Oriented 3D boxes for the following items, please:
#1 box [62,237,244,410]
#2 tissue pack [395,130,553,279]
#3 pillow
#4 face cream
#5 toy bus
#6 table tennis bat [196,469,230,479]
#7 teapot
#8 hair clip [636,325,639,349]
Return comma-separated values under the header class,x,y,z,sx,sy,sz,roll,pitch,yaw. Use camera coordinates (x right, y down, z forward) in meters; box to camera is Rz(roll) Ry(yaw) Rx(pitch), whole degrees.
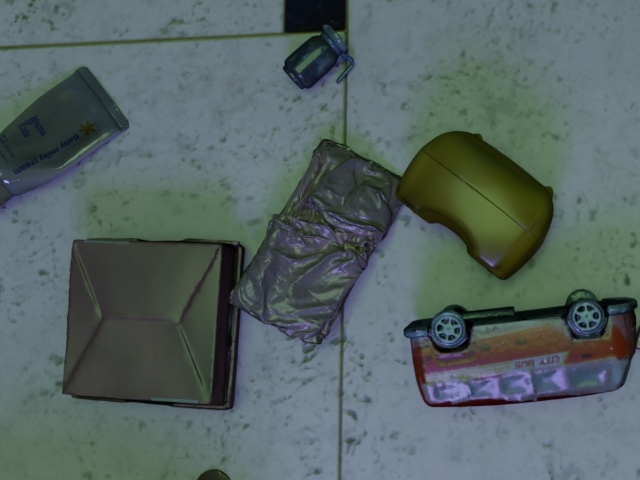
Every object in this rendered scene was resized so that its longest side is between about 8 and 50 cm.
class,x,y,z,sx,sy,sz,roll,pitch,yaw
box,-0.212,0.100,1.387,0.215,0.086,0.215,2,83,12
tissue pack,0.189,-0.050,1.300,0.178,0.123,0.127,38,96,15
pillow,0.000,0.000,1.354,0.135,0.049,0.248,30,81,4
face cream,-0.377,-0.131,1.470,0.224,0.070,0.114,-37,77,-4
toy bus,0.236,0.127,1.276,0.265,0.121,0.119,-7,90,10
table tennis bat,-0.131,0.330,1.380,0.050,0.007,0.083,-17,78,9
teapot,-0.001,-0.228,1.401,0.083,0.049,0.063,-41,77,4
hair clip,0.411,0.207,1.266,0.072,0.034,0.225,-9,80,7
